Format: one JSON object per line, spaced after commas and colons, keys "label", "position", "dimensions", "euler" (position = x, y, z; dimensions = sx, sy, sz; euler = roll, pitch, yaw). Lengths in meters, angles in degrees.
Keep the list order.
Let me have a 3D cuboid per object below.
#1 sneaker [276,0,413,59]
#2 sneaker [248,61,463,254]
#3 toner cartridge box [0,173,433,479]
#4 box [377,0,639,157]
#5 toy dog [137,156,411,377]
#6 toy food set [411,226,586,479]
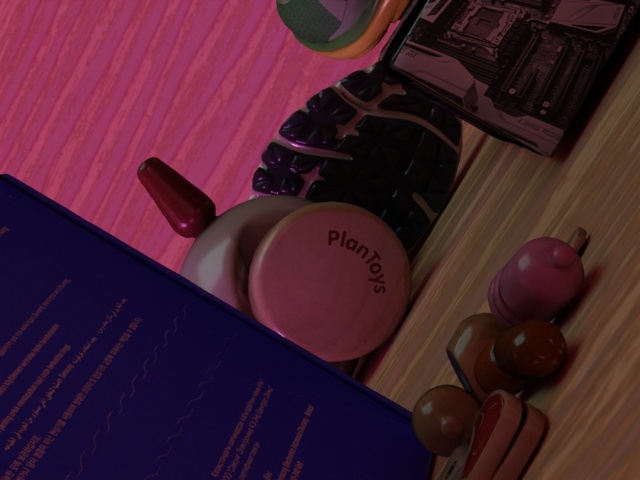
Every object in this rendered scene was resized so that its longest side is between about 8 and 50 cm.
{"label": "sneaker", "position": [0.010, -0.177, 0.768], "dimensions": [0.109, 0.123, 0.295], "euler": [-60, 0, -15]}
{"label": "sneaker", "position": [0.000, 0.000, 1.055], "dimensions": [0.283, 0.110, 0.122], "euler": [-59, -2, 19]}
{"label": "toner cartridge box", "position": [-0.078, 0.104, 0.375], "dimensions": [0.075, 0.165, 0.348], "euler": [-60, 0, 22]}
{"label": "box", "position": [0.118, -0.162, 0.737], "dimensions": [0.242, 0.076, 0.307], "euler": [-60, 0, 6]}
{"label": "toy dog", "position": [-0.082, 0.090, 0.888], "dimensions": [0.334, 0.161, 0.220], "euler": [-60, 1, -25]}
{"label": "toy food set", "position": [0.043, 0.036, 0.426], "dimensions": [0.078, 0.019, 0.122], "euler": [-59, 1, 25]}
